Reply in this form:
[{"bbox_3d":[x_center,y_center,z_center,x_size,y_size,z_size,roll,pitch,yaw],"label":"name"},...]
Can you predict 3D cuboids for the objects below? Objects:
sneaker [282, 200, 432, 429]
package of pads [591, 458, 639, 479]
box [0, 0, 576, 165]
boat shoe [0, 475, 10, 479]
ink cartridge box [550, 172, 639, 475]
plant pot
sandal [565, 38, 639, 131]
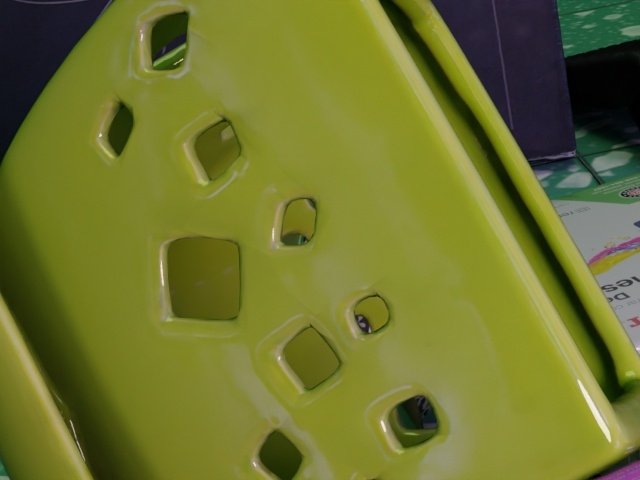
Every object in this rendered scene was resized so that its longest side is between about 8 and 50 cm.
[{"bbox_3d":[0.000,0.000,0.877,0.182,0.158,0.410,-34,32,-7],"label":"sneaker"},{"bbox_3d":[0.135,0.168,0.483,0.296,0.101,0.229,-20,22,-20],"label":"package of pads"},{"bbox_3d":[-0.066,-0.284,1.239,0.471,0.480,0.297,-10,20,2],"label":"box"},{"bbox_3d":[-0.197,0.168,0.667,0.301,0.108,0.102,3,22,16],"label":"boat shoe"},{"bbox_3d":[0.182,0.043,0.803,0.154,0.093,0.212,-16,23,-14],"label":"ink cartridge box"},{"bbox_3d":[-0.013,0.025,0.575,0.207,0.228,0.227,-32,-12,12],"label":"plant pot"},{"bbox_3d":[0.313,-0.112,1.161,0.167,0.107,0.446,-14,8,-4],"label":"sandal"}]
